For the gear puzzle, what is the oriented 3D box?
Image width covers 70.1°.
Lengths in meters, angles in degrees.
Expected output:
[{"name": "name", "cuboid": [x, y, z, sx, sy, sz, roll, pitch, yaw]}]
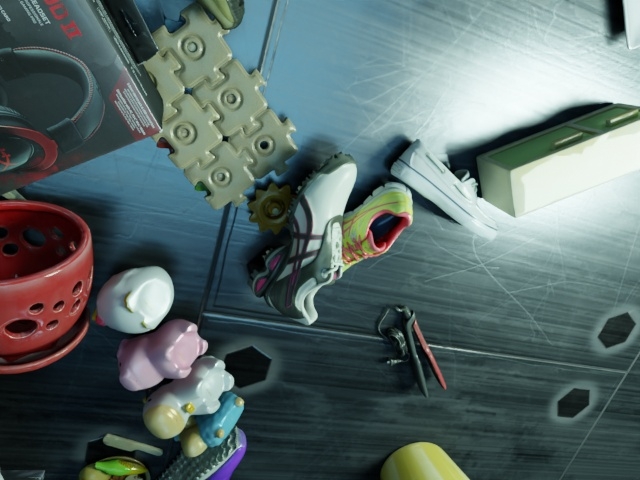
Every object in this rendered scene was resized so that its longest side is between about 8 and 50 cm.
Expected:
[{"name": "gear puzzle", "cuboid": [-0.132, -0.148, 0.665, 0.175, 0.044, 0.339, -36, 119, 2]}]

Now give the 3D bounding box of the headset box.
[{"name": "headset box", "cuboid": [-0.326, -0.187, 0.485, 0.293, 0.110, 0.218, -22, 131, -2]}]

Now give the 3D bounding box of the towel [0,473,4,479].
[{"name": "towel", "cuboid": [-0.606, 0.253, 0.643, 0.331, 0.053, 0.317, 11, 118, 9]}]

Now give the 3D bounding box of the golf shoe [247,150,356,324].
[{"name": "golf shoe", "cuboid": [0.000, 0.000, 0.700, 0.120, 0.105, 0.273, 37, 112, 21]}]

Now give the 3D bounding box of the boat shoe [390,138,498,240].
[{"name": "boat shoe", "cuboid": [0.222, -0.080, 0.747, 0.226, 0.083, 0.076, 30, 105, -22]}]

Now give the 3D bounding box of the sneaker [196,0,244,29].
[{"name": "sneaker", "cuboid": [-0.258, -0.381, 0.497, 0.182, 0.158, 0.410, -36, 114, 25]}]

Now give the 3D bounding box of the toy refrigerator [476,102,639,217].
[{"name": "toy refrigerator", "cuboid": [0.410, -0.141, 0.755, 0.269, 0.102, 0.094, -21, 116, -3]}]

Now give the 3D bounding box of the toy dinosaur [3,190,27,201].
[{"name": "toy dinosaur", "cuboid": [-0.455, -0.159, 0.573, 0.118, 0.064, 0.268, -3, 117, -19]}]

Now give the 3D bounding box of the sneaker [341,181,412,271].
[{"name": "sneaker", "cuboid": [0.064, -0.003, 0.732, 0.081, 0.094, 0.208, 35, 113, -24]}]

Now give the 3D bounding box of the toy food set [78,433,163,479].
[{"name": "toy food set", "cuboid": [-0.394, 0.464, 0.867, 0.132, 0.038, 0.192, 27, 105, -22]}]

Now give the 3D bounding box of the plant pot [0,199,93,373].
[{"name": "plant pot", "cuboid": [-0.407, 0.063, 0.608, 0.191, 0.191, 0.174, 6, 125, -15]}]

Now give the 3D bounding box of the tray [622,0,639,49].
[{"name": "tray", "cuboid": [0.582, -0.425, 0.710, 0.270, 0.030, 0.145, -27, 117, 0]}]

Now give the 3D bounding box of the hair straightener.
[{"name": "hair straightener", "cuboid": [0.170, 0.220, 0.886, 0.089, 0.047, 0.231, -26, 116, -1]}]

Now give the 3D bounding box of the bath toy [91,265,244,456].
[{"name": "bath toy", "cuboid": [-0.259, 0.196, 0.742, 0.129, 0.151, 0.348, 2, 124, 35]}]

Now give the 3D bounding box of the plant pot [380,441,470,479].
[{"name": "plant pot", "cuboid": [0.240, 0.572, 0.950, 0.253, 0.239, 0.254, -5, 113, -11]}]

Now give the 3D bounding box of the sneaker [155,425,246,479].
[{"name": "sneaker", "cuboid": [-0.217, 0.473, 0.887, 0.146, 0.102, 0.293, 36, 106, -28]}]

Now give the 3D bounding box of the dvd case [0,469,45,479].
[{"name": "dvd case", "cuboid": [-0.591, 0.416, 0.736, 0.221, 0.164, 0.018, 9, 90, -17]}]
